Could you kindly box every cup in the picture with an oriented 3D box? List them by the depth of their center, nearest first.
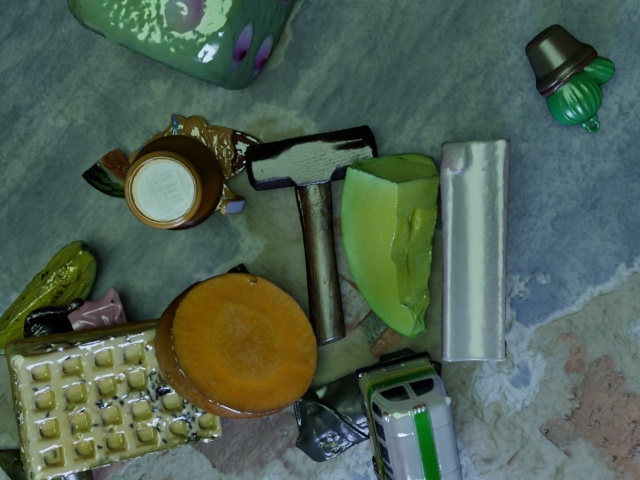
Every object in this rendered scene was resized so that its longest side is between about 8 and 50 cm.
[{"bbox_3d":[-0.248,-0.091,1.708,0.226,0.264,0.182,16,96,-5],"label":"cup"}]

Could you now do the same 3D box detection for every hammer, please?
[{"bbox_3d":[0.000,0.000,1.771,0.242,0.095,0.409,-5,96,6],"label":"hammer"}]

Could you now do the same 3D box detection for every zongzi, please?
[{"bbox_3d":[-0.552,0.536,1.915,0.241,0.111,0.248,-5,99,29],"label":"zongzi"}]

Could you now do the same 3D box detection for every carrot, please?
[{"bbox_3d":[-0.145,0.196,1.731,0.307,0.100,0.258,27,75,-16],"label":"carrot"}]

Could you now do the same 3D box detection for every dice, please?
[{"bbox_3d":[-0.229,-0.469,1.673,0.318,0.322,0.330,25,99,8],"label":"dice"}]

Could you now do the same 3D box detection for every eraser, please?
[{"bbox_3d":[0.264,0.010,1.630,0.122,0.272,0.359,0,94,10],"label":"eraser"}]

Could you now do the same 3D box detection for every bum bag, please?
[{"bbox_3d":[0.081,0.302,1.780,0.326,0.080,0.142,-29,94,10],"label":"bum bag"}]

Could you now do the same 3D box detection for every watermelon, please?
[{"bbox_3d":[-0.416,-0.139,1.846,0.135,0.125,0.094,12,81,42],"label":"watermelon"},{"bbox_3d":[-0.546,0.112,1.863,0.301,0.129,0.123,-44,80,5],"label":"watermelon"}]

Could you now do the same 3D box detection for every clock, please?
[{"bbox_3d":[-0.462,0.205,1.829,0.195,0.100,0.194,-15,98,-19],"label":"clock"}]

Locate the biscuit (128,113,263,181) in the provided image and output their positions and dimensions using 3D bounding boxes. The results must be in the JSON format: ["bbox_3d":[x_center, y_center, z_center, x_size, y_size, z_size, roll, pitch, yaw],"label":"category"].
[{"bbox_3d":[-0.246,-0.159,1.842,0.280,0.043,0.183,-7,95,14],"label":"biscuit"}]

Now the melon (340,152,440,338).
[{"bbox_3d":[0.134,0.012,1.709,0.196,0.124,0.324,-11,109,-31],"label":"melon"}]

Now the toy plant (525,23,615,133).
[{"bbox_3d":[0.448,-0.285,1.671,0.143,0.105,0.200,-40,103,-4],"label":"toy plant"}]

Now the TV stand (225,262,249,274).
[{"bbox_3d":[-0.108,0.162,1.823,0.042,0.036,0.249,-34,86,45],"label":"TV stand"}]

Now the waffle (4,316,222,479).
[{"bbox_3d":[-0.376,0.286,1.759,0.376,0.114,0.261,-8,96,-22],"label":"waffle"}]

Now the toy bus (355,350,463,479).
[{"bbox_3d":[0.171,0.375,1.677,0.143,0.179,0.306,-14,110,-9],"label":"toy bus"}]
